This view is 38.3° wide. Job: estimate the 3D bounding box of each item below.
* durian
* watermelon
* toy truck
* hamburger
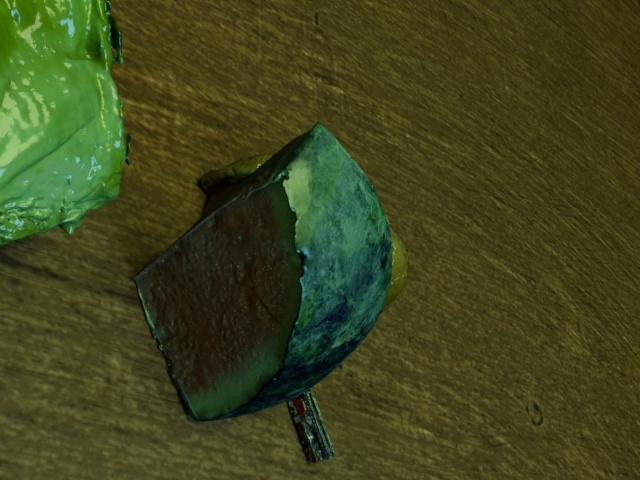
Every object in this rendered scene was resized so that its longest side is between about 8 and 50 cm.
[{"bbox_3d":[-0.270,-0.120,0.690,0.255,0.204,0.340,52,39,8],"label":"durian"},{"bbox_3d":[-0.066,0.043,0.835,0.226,0.318,0.148,24,43,14],"label":"watermelon"},{"bbox_3d":[-0.011,0.192,0.966,0.024,0.032,0.083,-12,78,-47],"label":"toy truck"},{"bbox_3d":[0.000,0.000,1.009,0.262,0.131,0.124,23,53,-35],"label":"hamburger"}]
